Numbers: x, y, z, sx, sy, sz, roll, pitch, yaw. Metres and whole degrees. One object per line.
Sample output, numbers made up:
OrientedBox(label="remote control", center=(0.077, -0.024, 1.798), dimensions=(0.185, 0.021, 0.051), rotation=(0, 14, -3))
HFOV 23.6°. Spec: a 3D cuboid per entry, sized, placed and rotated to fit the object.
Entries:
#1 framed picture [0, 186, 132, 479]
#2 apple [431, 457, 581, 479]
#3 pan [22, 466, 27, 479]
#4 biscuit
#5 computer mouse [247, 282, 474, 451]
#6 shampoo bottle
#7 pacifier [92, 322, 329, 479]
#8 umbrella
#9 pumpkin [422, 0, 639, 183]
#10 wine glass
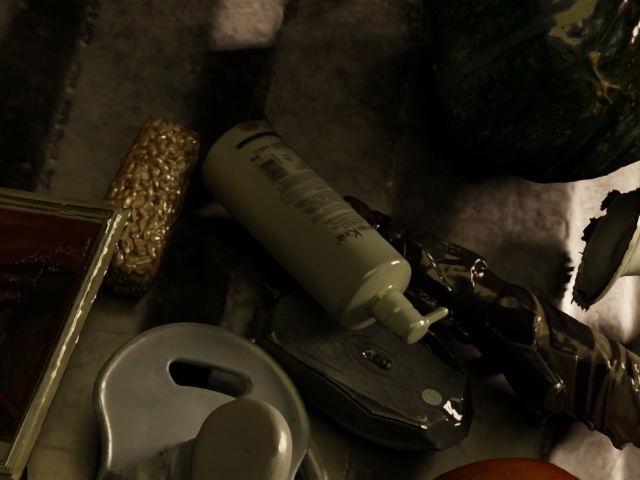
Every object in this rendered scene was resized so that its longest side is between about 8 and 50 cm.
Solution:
OrientedBox(label="framed picture", center=(-0.300, 0.065, 1.278), dimensions=(0.217, 0.016, 0.273), rotation=(7, 58, 16))
OrientedBox(label="apple", center=(0.165, 0.264, 1.285), dimensions=(0.195, 0.173, 0.160), rotation=(38, 70, 4))
OrientedBox(label="pan", center=(-0.274, 0.157, 1.278), dimensions=(0.115, 0.040, 0.212), rotation=(34, 60, -5))
OrientedBox(label="biscuit", center=(-0.160, -0.031, 1.382), dimensions=(0.070, 0.082, 0.168), rotation=(21, 60, -4))
OrientedBox(label="computer mouse", center=(0.033, 0.117, 1.377), dimensions=(0.231, 0.071, 0.126), rotation=(32, 46, 13))
OrientedBox(label="shampoo bottle", center=(0.000, 0.000, 1.373), dimensions=(0.085, 0.085, 0.262), rotation=(-29, 58, -27))
OrientedBox(label="pacifier", center=(-0.072, 0.185, 1.230), dimensions=(0.228, 0.207, 0.278), rotation=(14, 62, -18))
OrientedBox(label="umbrella", center=(0.152, 0.078, 1.417), dimensions=(0.358, 0.113, 0.106), rotation=(31, 62, 7))
OrientedBox(label="pumpkin", center=(0.247, -0.161, 1.477), dimensions=(0.293, 0.263, 0.196), rotation=(2, 75, -31))
OrientedBox(label="wine glass", center=(0.408, 0.063, 1.484), dimensions=(0.321, 0.143, 0.143), rotation=(23, 60, -8))
